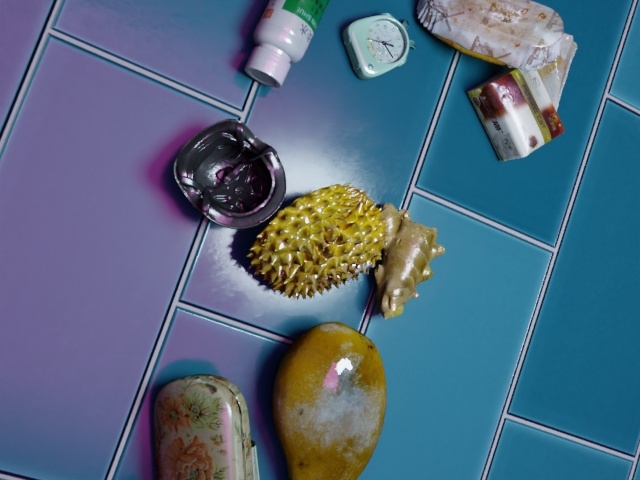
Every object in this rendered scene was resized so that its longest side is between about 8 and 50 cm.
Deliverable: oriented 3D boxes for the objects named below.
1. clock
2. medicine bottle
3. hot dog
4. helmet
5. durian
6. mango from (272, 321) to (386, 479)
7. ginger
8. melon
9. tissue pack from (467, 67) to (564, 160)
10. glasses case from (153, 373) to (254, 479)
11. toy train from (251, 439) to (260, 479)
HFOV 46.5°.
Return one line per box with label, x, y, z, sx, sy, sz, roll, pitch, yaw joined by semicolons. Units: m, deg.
clock;0.112;-0.348;1.316;0.135;0.041;0.101;-22;97;-18
medicine bottle;-0.043;-0.383;1.235;0.095;0.095;0.260;28;83;-17
hot dog;0.298;-0.384;1.318;0.267;0.075;0.144;30;74;12
helmet;-0.143;-0.094;1.192;0.153;0.107;0.177;-43;89;-14
durian;0.005;0.011;1.214;0.249;0.183;0.138;-27;73;-12
mango;0.013;0.292;1.236;0.192;0.146;0.317;5;95;-12
ginger;0.151;0.038;1.313;0.115;0.081;0.206;8;82;-32
melon;0.439;-0.342;1.402;0.139;0.093;0.203;-27;102;-24
tissue pack;0.360;-0.238;1.369;0.106;0.099;0.149;-32;100;-16
glasses case;-0.179;0.424;1.171;0.098;0.156;0.426;-7;93;-62
toy train;-0.134;0.407;1.242;0.070;0.038;0.148;-7;92;-21
